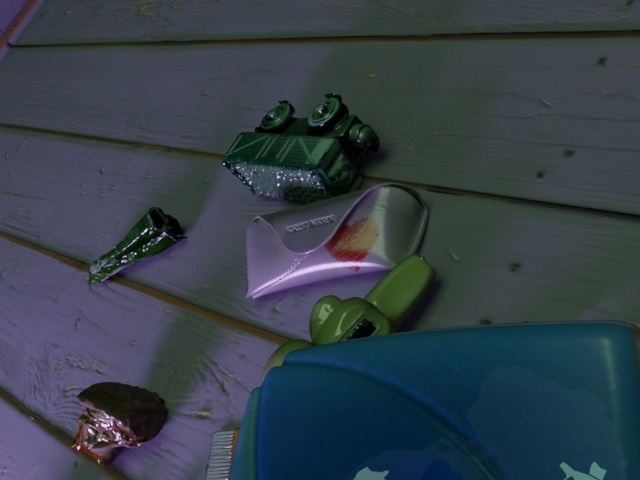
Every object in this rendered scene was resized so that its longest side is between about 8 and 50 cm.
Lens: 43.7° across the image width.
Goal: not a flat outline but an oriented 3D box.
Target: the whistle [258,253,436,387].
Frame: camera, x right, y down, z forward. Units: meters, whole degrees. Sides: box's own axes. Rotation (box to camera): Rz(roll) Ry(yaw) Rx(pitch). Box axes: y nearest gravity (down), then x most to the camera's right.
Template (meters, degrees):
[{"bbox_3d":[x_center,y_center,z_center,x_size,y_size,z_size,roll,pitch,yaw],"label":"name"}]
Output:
[{"bbox_3d":[0.034,0.143,1.022,0.294,0.141,0.141,-43,37,-26],"label":"whistle"}]

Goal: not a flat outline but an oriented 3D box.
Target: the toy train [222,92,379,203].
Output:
[{"bbox_3d":[-0.033,-0.148,1.288,0.269,0.115,0.154,11,61,43],"label":"toy train"}]

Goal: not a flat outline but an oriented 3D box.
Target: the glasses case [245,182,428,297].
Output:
[{"bbox_3d":[0.000,0.002,1.164,0.308,0.083,0.128,-13,50,32],"label":"glasses case"}]

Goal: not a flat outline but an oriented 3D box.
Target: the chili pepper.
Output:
[{"bbox_3d":[-0.350,0.026,1.456,0.227,0.088,0.059,-34,39,27],"label":"chili pepper"}]

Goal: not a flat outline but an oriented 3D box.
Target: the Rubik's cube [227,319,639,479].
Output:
[{"bbox_3d":[0.139,0.288,0.626,0.351,0.347,0.352,-14,50,31],"label":"Rubik's cube"}]

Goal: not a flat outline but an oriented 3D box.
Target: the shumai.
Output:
[{"bbox_3d":[-0.309,0.280,1.196,0.145,0.145,0.116,20,94,46],"label":"shumai"}]

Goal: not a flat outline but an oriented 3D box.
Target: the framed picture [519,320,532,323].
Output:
[{"bbox_3d":[0.132,0.156,0.873,0.250,0.184,0.016,-33,71,17],"label":"framed picture"}]

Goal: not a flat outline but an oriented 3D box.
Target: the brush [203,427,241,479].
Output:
[{"bbox_3d":[-0.065,0.280,1.057,0.218,0.010,0.083,-15,50,29],"label":"brush"}]
